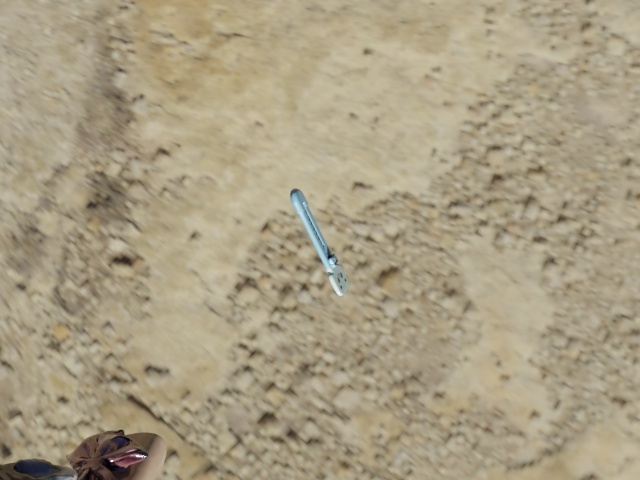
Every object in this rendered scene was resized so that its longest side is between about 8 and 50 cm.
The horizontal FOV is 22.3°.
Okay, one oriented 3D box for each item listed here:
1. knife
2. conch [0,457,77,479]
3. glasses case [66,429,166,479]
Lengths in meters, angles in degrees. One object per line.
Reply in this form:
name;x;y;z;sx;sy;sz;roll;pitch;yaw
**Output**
knife;0.000;0.000;1.303;0.010;0.027;0.096;-20;108;24
conch;-0.294;0.224;1.206;0.186;0.240;0.313;-46;145;-31
glasses case;-0.227;0.235;1.609;0.102;0.193;0.070;17;118;6
